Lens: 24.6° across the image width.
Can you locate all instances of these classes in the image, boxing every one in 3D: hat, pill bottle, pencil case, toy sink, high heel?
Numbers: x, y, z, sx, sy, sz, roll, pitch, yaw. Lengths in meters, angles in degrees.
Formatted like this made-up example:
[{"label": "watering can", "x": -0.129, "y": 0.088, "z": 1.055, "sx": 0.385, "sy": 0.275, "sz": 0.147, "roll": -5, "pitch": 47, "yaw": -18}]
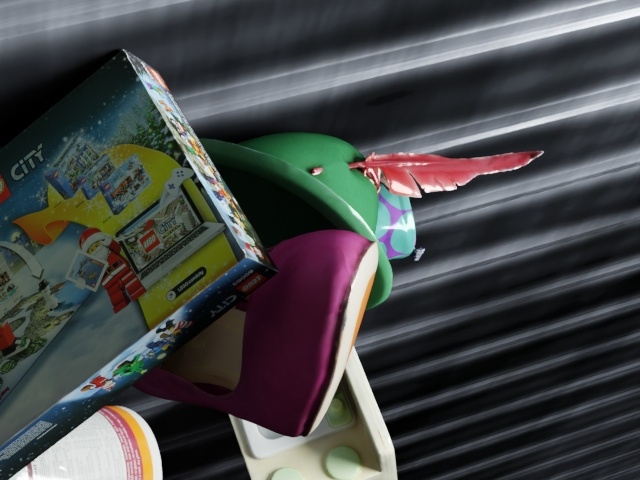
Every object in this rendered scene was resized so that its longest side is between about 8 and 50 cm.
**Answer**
[{"label": "hat", "x": 0.013, "y": -0.066, "z": 1.035, "sx": 0.173, "sy": 0.184, "sz": 0.208, "roll": 7, "pitch": 146, "yaw": 39}, {"label": "pill bottle", "x": -0.257, "y": 0.209, "z": 1.276, "sx": 0.221, "sy": 0.121, "sz": 0.121, "roll": 1, "pitch": 147, "yaw": -45}, {"label": "pencil case", "x": 0.000, "y": 0.000, "z": 1.128, "sx": 0.151, "sy": 0.064, "sz": 0.070, "roll": -13, "pitch": 143, "yaw": -21}, {"label": "toy sink", "x": -0.012, "y": 0.187, "z": 1.417, "sx": 0.131, "sy": 0.153, "sz": 0.234, "roll": -21, "pitch": 158, "yaw": -5}, {"label": "high heel", "x": -0.079, "y": 0.050, "z": 0.962, "sx": 0.181, "sy": 0.127, "sz": 0.377, "roll": 21, "pitch": 160, "yaw": -5}]

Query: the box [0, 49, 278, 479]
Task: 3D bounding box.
[{"label": "box", "x": -0.158, "y": 0.022, "z": 0.863, "sx": 0.233, "sy": 0.159, "sz": 0.044, "roll": -37, "pitch": 154, "yaw": 11}]
